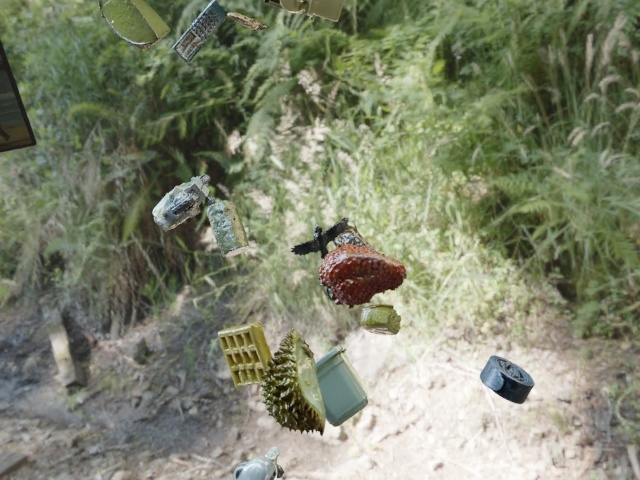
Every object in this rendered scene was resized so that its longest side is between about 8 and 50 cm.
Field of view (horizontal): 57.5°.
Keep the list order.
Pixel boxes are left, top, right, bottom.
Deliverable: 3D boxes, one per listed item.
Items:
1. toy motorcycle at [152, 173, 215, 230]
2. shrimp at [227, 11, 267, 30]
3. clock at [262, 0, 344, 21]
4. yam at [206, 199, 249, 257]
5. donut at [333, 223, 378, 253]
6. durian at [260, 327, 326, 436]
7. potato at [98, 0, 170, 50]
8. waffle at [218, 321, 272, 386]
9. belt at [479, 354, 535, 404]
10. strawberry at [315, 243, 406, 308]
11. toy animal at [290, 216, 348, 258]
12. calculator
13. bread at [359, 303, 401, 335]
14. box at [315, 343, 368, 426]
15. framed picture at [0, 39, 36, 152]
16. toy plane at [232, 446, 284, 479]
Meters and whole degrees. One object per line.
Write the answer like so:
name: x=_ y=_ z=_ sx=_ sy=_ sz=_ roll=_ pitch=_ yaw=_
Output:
toy motorcycle: x=-0.304 y=-0.078 z=1.255 sx=0.151 sy=0.074 sz=0.228 roll=-36 pitch=19 yaw=10
shrimp: x=-0.277 y=-0.832 z=2.227 sx=0.091 sy=0.043 sz=0.184 roll=32 pitch=21 yaw=33
clock: x=-0.090 y=-0.643 z=1.487 sx=0.277 sy=0.120 sz=0.379 roll=12 pitch=26 yaw=-16
yam: x=-0.307 y=-0.032 z=1.957 sx=0.108 sy=0.194 sz=0.107 roll=-19 pitch=-26 yaw=-9
donut: x=0.129 y=0.040 z=1.881 sx=0.096 sy=0.230 sz=0.216 roll=-40 pitch=5 yaw=3
durian: x=-0.062 y=0.335 z=1.358 sx=0.144 sy=0.252 sz=0.139 roll=-34 pitch=-29 yaw=34
potato: x=-0.579 y=-0.692 z=1.884 sx=0.112 sy=0.269 sz=0.255 roll=-34 pitch=-4 yaw=11
waffle: x=-0.267 y=0.417 z=2.121 sx=0.055 sy=0.221 sz=0.248 roll=-20 pitch=0 yaw=-44
belt: x=0.539 y=0.406 z=1.691 sx=0.142 sy=0.082 sz=0.190 roll=25 pitch=11 yaw=8
strawberry: x=0.087 y=0.077 z=1.524 sx=0.236 sy=0.175 sz=0.107 roll=-32 pitch=-32 yaw=20
toy animal: x=0.000 y=0.000 z=1.698 sx=0.220 sy=0.107 sz=0.062 roll=-28 pitch=56 yaw=-32
calculator: x=-0.300 y=-0.524 z=1.463 sx=0.172 sy=0.057 sz=0.018 roll=-53 pitch=37 yaw=-11
bread: x=0.185 y=0.249 z=1.857 sx=0.125 sy=0.086 sz=0.156 roll=-2 pitch=-23 yaw=20
box: x=0.044 y=0.425 z=1.710 sx=0.175 sy=0.182 sz=0.312 roll=-35 pitch=-9 yaw=-1
framed picture: x=-0.731 y=-0.297 z=1.117 sx=0.265 sy=0.346 sz=0.016 roll=-16 pitch=48 yaw=-20
toy plane: x=-0.174 y=0.620 z=1.442 sx=0.118 sy=0.244 sz=0.245 roll=23 pitch=24 yaw=13
